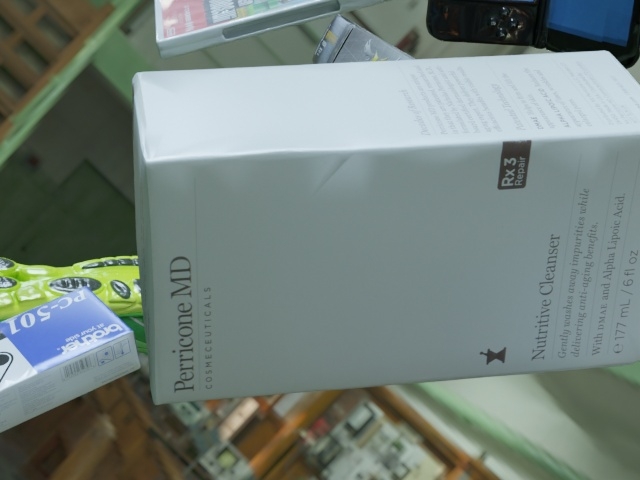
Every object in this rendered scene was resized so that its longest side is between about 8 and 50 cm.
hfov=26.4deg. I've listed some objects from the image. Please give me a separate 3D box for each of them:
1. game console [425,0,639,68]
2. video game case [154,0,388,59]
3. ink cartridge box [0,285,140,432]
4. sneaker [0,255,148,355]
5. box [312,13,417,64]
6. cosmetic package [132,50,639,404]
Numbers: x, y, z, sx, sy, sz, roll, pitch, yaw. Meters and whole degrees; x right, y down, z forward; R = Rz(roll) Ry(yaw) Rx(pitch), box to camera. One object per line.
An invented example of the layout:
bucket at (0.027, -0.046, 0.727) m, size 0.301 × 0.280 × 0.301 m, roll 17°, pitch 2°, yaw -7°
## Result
game console at (0.291, -0.387, 1.784) m, size 0.250 × 0.293 × 0.173 m, roll 2°, pitch 18°, yaw -12°
video game case at (-0.056, -0.288, 1.610) m, size 0.204 × 0.285 × 0.025 m, roll -106°, pitch -178°, yaw -64°
ink cartridge box at (-0.274, 0.115, 1.200) m, size 0.097 × 0.207 × 0.046 m, roll 35°, pitch -40°, yaw 46°
sneaker at (-0.275, 0.085, 1.326) m, size 0.109 × 0.295 × 0.123 m, roll -107°, pitch -160°, yaw -59°
box at (0.106, -0.125, 1.263) m, size 0.231 × 0.056 × 0.183 m, roll 29°, pitch 8°, yaw -9°
cosmetic package at (0.052, -0.014, 1.033) m, size 0.156 × 0.385 × 0.217 m, roll -112°, pitch -162°, yaw -57°
